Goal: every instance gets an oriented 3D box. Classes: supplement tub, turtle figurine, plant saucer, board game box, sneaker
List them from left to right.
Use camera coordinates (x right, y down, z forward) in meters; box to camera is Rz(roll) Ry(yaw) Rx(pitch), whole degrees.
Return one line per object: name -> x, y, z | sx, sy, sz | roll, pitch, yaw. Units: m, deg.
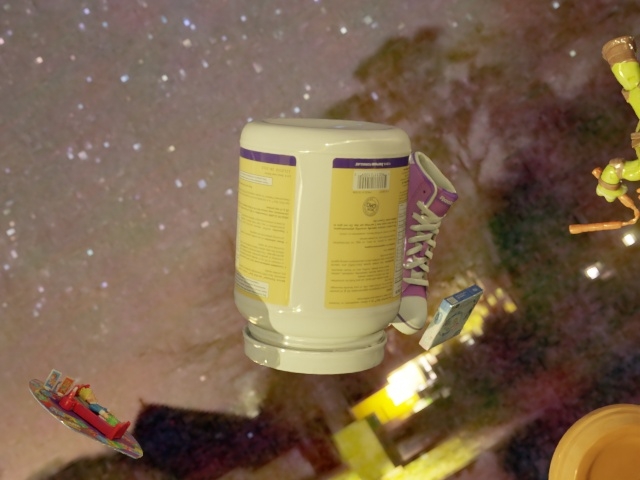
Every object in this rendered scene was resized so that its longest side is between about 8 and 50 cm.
board game box -> -0.284, 0.212, 1.274 | 0.033, 0.169, 0.133 | -56, 36, -2
supplement tub -> 0.000, 0.000, 1.430 | 0.241, 0.331, 0.241 | 3, 11, -1
sneaker -> 0.148, -0.005, 1.580 | 0.161, 0.282, 0.102 | -24, -21, 35
board game box -> 0.195, 0.114, 1.507 | 0.090, 0.020, 0.090 | -18, -41, -48
plant saucer -> 0.399, 0.315, 1.325 | 0.200, 0.200, 0.037 | -31, 5, -4
turtle figurine -> 0.366, -0.119, 1.103 | 0.270, 0.217, 0.087 | -21, -18, 42
